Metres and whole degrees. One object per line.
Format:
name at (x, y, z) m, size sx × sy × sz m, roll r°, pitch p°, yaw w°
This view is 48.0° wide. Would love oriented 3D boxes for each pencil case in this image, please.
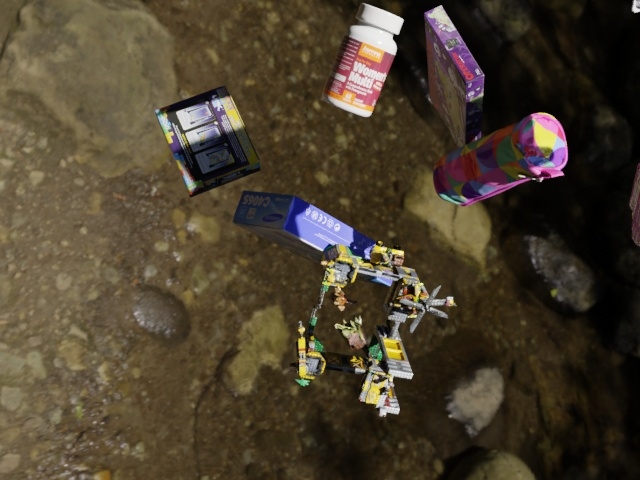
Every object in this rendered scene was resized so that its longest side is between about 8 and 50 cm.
pencil case at (0.276, -0.120, 1.128) m, size 0.104 × 0.236 × 0.105 m, roll 4°, pitch 79°, yaw -24°

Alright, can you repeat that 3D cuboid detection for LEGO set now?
LEGO set at (0.081, 0.182, 1.376) m, size 0.254 × 0.331 × 0.192 m, roll 20°, pitch 21°, yaw -14°

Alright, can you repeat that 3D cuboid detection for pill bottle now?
pill bottle at (0.094, -0.393, 1.572) m, size 0.121 × 0.121 × 0.221 m, roll 7°, pitch 111°, yaw -43°

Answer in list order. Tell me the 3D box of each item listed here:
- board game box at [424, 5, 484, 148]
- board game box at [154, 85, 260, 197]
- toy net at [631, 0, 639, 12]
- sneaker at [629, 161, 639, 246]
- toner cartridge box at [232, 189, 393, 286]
board game box at (0.310, -0.353, 1.669) m, size 0.347 × 0.056 × 0.208 m, roll 64°, pitch 6°, yaw -66°
board game box at (-0.205, -0.182, 1.312) m, size 0.141 × 0.048 × 0.170 m, roll -21°, pitch 74°, yaw -11°
toy net at (0.643, -0.532, 1.320) m, size 0.122 × 0.232 × 0.045 m, roll 9°, pitch 25°, yaw -38°
sneaker at (0.528, -0.055, 1.084) m, size 0.236 × 0.104 × 0.095 m, roll -46°, pitch 144°, yaw -59°
toner cartridge box at (0.000, 0.000, 1.503) m, size 0.347 × 0.165 × 0.075 m, roll 28°, pitch 76°, yaw -41°
